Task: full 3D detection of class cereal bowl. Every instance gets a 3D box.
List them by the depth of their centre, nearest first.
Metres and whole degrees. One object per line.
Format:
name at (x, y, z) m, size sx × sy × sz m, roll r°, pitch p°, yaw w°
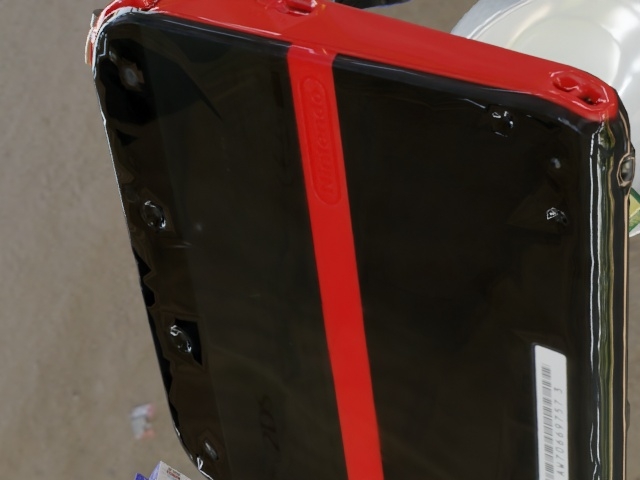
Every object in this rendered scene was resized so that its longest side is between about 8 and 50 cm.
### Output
cereal bowl at (0.276, -0.163, 1.536) m, size 0.141 × 0.339 × 0.339 m, roll -99°, pitch 25°, yaw -54°

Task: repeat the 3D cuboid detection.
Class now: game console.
game console at (0.024, 0.045, 0.795) m, size 0.342 × 0.060 × 0.386 m, roll 18°, pitch 132°, yaw 34°

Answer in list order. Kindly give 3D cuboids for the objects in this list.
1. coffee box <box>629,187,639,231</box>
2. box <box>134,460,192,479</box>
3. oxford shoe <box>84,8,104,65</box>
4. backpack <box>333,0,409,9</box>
coffee box at (0.218, -0.008, 1.361) m, size 0.184 × 0.040 × 0.113 m, roll -44°, pitch 66°, yaw 17°
box at (-0.134, 0.281, 1.475) m, size 0.136 × 0.081 × 0.028 m, roll 35°, pitch 96°, yaw -8°
oxford shoe at (-0.221, -0.246, 1.790) m, size 0.076 × 0.212 × 0.076 m, roll 39°, pitch 115°, yaw 34°
backpack at (0.078, -0.368, 1.890) m, size 0.120 × 0.101 × 0.098 m, roll -5°, pitch 112°, yaw 12°
